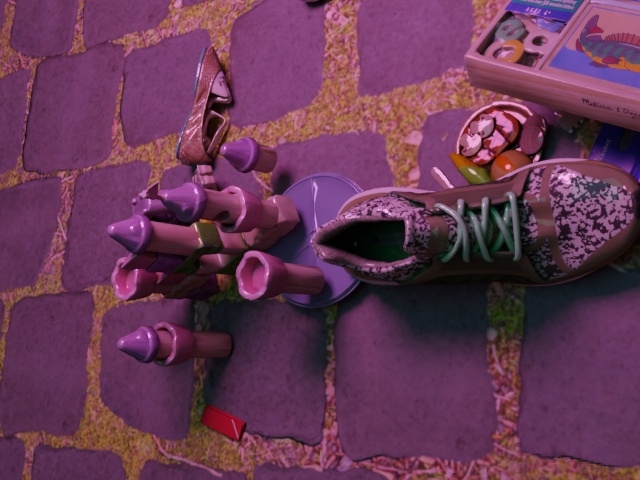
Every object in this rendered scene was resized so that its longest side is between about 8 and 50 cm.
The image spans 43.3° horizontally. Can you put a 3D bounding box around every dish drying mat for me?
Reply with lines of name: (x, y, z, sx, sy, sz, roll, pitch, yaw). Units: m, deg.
dish drying mat: (-0.150, 0.278, 1.232, 0.083, 0.008, 0.032, 16, 89, 35)

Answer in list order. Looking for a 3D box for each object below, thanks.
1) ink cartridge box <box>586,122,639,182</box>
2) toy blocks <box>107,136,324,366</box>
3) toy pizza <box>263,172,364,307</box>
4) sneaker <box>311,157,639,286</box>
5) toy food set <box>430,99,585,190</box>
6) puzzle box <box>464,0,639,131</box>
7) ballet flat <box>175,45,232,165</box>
ink cartridge box: (0.477, -0.095, 0.875, 0.371, 0.069, 0.176, 25, 93, 37)
toy blocks: (-0.208, -0.005, 1.158, 0.288, 0.260, 0.309, -37, 60, 35)
toy pizza: (0.000, 0.000, 1.184, 0.201, 0.032, 0.201, -8, 75, 33)
sneaker: (0.169, -0.003, 0.961, 0.410, 0.182, 0.158, -9, 92, 29)
toy food set: (0.233, -0.125, 1.055, 0.192, 0.038, 0.132, -48, 58, 15)
puzzle box: (0.403, -0.234, 0.893, 0.409, 0.052, 0.272, 24, 66, 35)
ballet flat: (-0.185, -0.222, 1.350, 0.067, 0.073, 0.206, 12, 88, 8)
